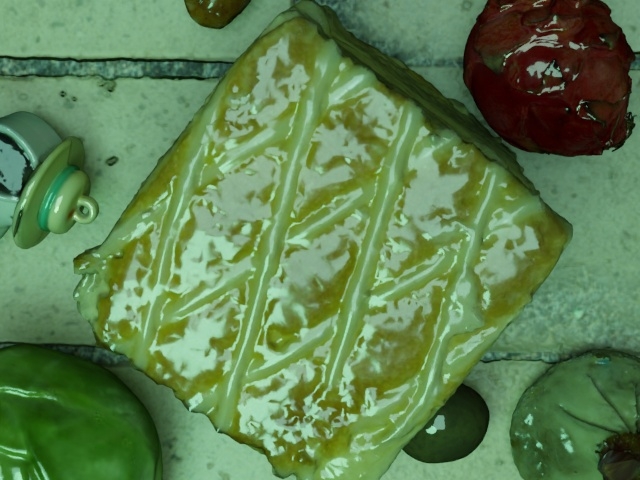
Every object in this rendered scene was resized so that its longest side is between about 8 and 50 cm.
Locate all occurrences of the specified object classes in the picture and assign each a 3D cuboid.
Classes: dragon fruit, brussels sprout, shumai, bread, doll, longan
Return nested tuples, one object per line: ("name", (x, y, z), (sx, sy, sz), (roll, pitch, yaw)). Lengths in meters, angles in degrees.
("dragon fruit", (0.234, -0.175, 1.328), (0.172, 0.172, 0.209), (-22, 98, 7))
("brussels sprout", (-0.327, 0.269, 1.402), (0.328, 0.247, 0.328), (0, 95, 6))
("shumai", (0.308, 0.225, 1.406), (0.201, 0.120, 0.201), (0, 100, 2))
("bread", (0.000, 0.000, 1.318), (0.371, 0.279, 0.390), (36, 99, -3))
("doll", (-0.376, -0.112, 1.399), (0.208, 0.144, 0.271), (-19, 101, 16))
("longan", (0.133, 0.200, 1.432), (0.113, 0.113, 0.092), (-24, 52, 7))

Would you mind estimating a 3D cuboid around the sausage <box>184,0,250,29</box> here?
("sausage", (-0.035, -0.349, 1.371), (0.302, 0.076, 0.103), (-39, 93, 8))
